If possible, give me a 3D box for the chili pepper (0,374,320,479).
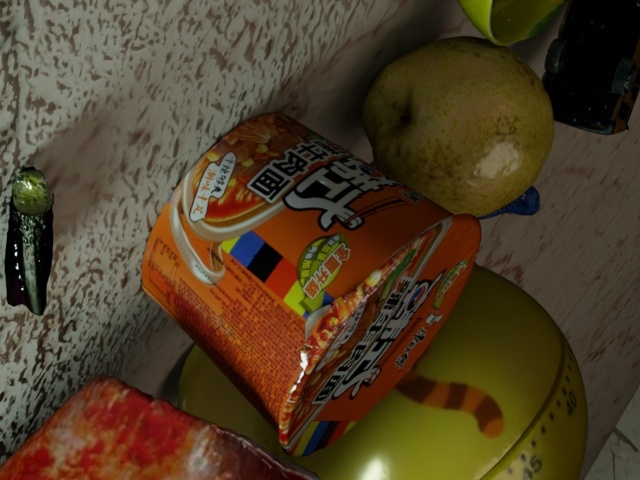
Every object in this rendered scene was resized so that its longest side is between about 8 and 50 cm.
[{"bbox_3d":[-0.182,0.243,1.335,0.305,0.229,0.251,-51,125,-9],"label":"chili pepper"}]

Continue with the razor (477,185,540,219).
[{"bbox_3d":[0.198,-0.043,1.932,0.056,0.093,0.324,-15,177,22],"label":"razor"}]

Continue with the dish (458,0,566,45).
[{"bbox_3d":[0.167,-0.255,1.444,0.149,0.080,0.207,-59,158,8],"label":"dish"}]

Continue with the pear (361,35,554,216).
[{"bbox_3d":[0.121,-0.103,1.482,0.178,0.178,0.178,-44,159,-22],"label":"pear"}]

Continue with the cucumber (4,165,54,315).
[{"bbox_3d":[-0.205,0.002,1.144,0.135,0.033,0.034,105,-3,-51],"label":"cucumber"}]

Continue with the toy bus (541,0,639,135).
[{"bbox_3d":[0.304,-0.213,1.727,0.114,0.098,0.201,7,102,-70],"label":"toy bus"}]

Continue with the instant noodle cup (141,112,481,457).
[{"bbox_3d":[-0.017,0.027,1.359,0.250,0.192,0.250,-44,159,-22],"label":"instant noodle cup"}]

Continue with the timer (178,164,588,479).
[{"bbox_3d":[0.077,0.150,1.646,0.376,0.387,0.376,-36,-161,15],"label":"timer"}]
